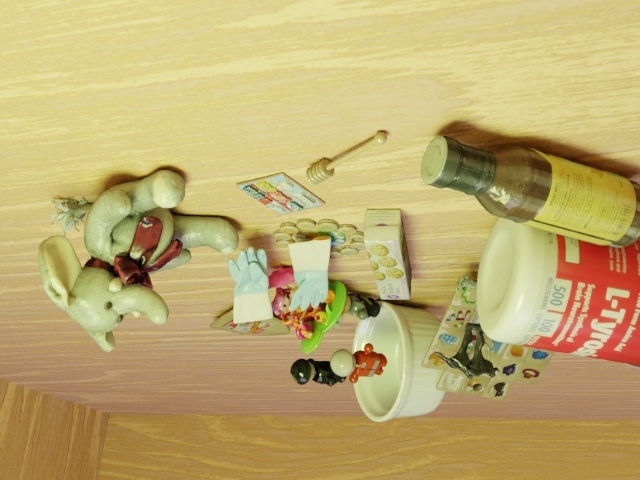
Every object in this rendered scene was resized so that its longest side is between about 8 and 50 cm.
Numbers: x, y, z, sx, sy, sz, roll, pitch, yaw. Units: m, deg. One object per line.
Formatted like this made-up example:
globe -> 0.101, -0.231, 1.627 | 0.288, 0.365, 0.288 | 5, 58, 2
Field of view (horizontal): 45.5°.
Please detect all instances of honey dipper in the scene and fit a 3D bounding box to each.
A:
honey dipper -> 0.040, -0.122, 1.130 | 0.030, 0.030, 0.161 | 21, 150, -36

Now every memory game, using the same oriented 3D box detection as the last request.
memory game -> 0.000, 0.000, 1.460 | 0.186, 0.012, 0.186 | 3, 158, 1

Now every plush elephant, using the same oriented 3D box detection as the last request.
plush elephant -> -0.340, 0.048, 1.313 | 0.330, 0.255, 0.272 | -1, 157, 13

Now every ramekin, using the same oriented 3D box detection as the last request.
ramekin -> 0.189, 0.283, 1.794 | 0.135, 0.277, 0.277 | 4, 159, -22

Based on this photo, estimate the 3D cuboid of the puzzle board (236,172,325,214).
puzzle board -> -0.066, -0.075, 1.288 | 0.096, 0.011, 0.128 | -10, 154, 32

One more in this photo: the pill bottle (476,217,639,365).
pill bottle -> 0.488, 0.086, 1.272 | 0.408, 0.229, 0.229 | 10, 157, -5

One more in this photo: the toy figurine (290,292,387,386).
toy figurine -> 0.032, 0.225, 1.745 | 0.148, 0.209, 0.213 | 10, 160, -40

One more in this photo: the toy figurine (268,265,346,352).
toy figurine -> -0.054, 0.130, 1.626 | 0.159, 0.173, 0.130 | 32, 164, -27

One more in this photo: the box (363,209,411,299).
box -> 0.132, 0.034, 1.452 | 0.067, 0.063, 0.324 | 1, 158, 10

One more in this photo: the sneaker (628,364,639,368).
sneaker -> 0.802, 0.212, 1.673 | 0.321, 0.124, 0.180 | -5, 160, 22

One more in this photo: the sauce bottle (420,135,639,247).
sauce bottle -> 0.309, -0.074, 1.093 | 0.344, 0.111, 0.111 | 14, 156, -22

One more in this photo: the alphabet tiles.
alphabet tiles -> 0.382, 0.202, 1.624 | 0.285, 0.011, 0.342 | 10, 120, -16

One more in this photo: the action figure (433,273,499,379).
action figure -> 0.332, 0.126, 1.448 | 0.141, 0.275, 0.164 | 37, 173, -11

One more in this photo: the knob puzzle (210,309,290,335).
knob puzzle -> -0.168, 0.213, 1.989 | 0.213, 0.030, 0.213 | 4, 157, 1

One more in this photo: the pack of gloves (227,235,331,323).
pack of gloves -> -0.082, 0.068, 1.499 | 0.195, 0.046, 0.232 | -6, 140, -7
